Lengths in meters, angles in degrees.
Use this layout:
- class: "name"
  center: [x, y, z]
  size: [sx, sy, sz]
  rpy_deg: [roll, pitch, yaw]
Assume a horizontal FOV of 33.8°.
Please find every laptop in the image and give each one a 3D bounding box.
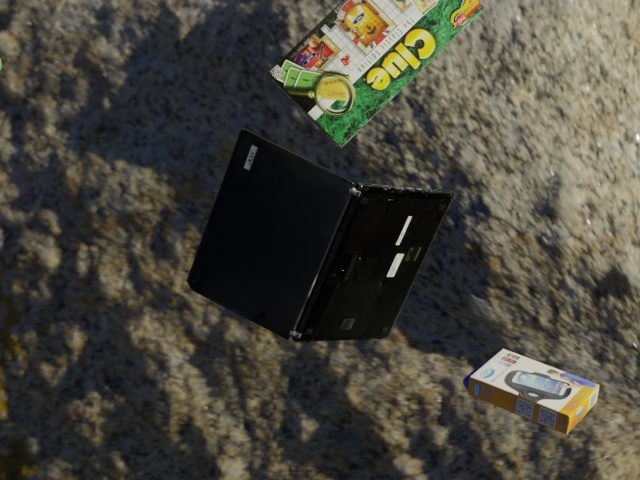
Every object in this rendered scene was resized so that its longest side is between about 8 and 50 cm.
- class: "laptop"
  center: [0.000, 0.000, 1.360]
  size: [0.136, 0.264, 0.234]
  rpy_deg: [46, 122, 42]

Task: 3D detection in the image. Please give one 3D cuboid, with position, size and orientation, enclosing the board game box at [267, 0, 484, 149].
- class: "board game box"
  center: [0.071, -0.253, 1.339]
  size: [0.259, 0.030, 0.136]
  rpy_deg: [-45, 93, -3]

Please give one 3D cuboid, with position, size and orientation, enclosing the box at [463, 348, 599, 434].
- class: "box"
  center: [0.228, 0.162, 1.160]
  size: [0.136, 0.081, 0.028]
  rpy_deg: [21, 120, 30]
